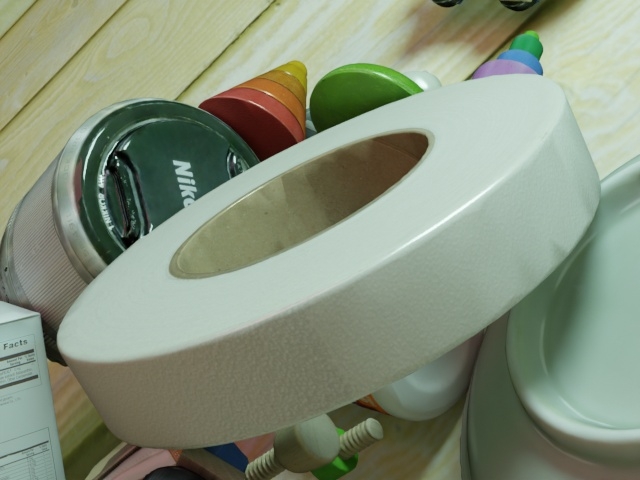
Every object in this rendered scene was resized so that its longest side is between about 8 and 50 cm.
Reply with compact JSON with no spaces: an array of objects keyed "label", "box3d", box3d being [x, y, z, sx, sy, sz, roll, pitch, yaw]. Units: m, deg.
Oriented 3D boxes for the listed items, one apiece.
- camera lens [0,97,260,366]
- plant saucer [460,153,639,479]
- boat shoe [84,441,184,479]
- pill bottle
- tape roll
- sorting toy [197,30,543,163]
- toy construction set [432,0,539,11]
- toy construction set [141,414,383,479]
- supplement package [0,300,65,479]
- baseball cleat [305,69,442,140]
[{"label":"camera lens","box3d":[-0.188,0.002,1.005,0.274,0.219,0.219,-33,33,52]},{"label":"plant saucer","box3d":[0.225,0.050,0.606,0.400,0.100,0.400,-35,32,26]},{"label":"boat shoe","box3d":[-0.207,0.288,0.881,0.302,0.113,0.103,-48,28,-1]},{"label":"pill bottle","box3d":[0.017,0.069,0.835,0.221,0.121,0.121,6,61,51]},{"label":"tape roll","box3d":[0.000,0.000,0.718,0.392,0.072,0.392,-25,18,8]},{"label":"sorting toy","box3d":[0.050,-0.143,0.953,0.365,0.127,0.126,-3,45,37]},{"label":"toy construction set","box3d":[0.185,-0.346,1.030,0.327,0.151,0.215,22,99,63]},{"label":"toy construction set","box3d":[-0.079,0.250,0.672,0.237,0.257,0.309,-38,32,34]},{"label":"supplement package","box3d":[-0.378,0.205,0.973,0.199,0.198,0.263,7,107,51]},{"label":"baseball cleat","box3d":[0.033,-0.103,1.035,0.206,0.072,0.109,-25,47,37]}]
